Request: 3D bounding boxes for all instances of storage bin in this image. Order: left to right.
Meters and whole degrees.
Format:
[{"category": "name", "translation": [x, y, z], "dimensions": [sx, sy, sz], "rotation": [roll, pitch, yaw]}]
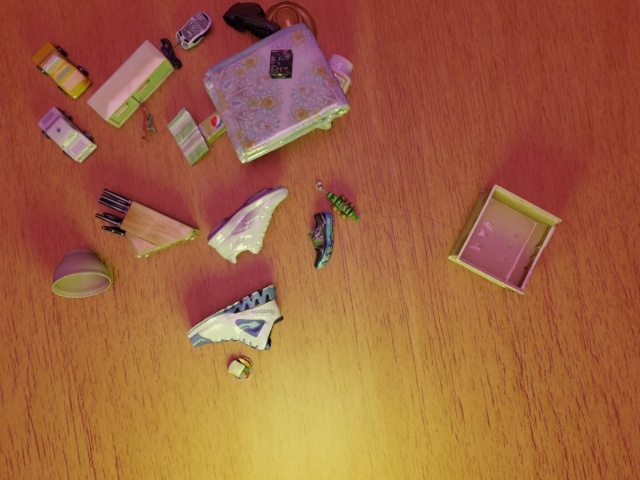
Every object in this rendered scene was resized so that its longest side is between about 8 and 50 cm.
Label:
[{"category": "storage bin", "translation": [0.593, 0.002, 1.487], "dimensions": [0.260, 0.123, 0.262], "rotation": [27, 89, -1]}]

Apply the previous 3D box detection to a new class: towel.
[{"category": "towel", "translation": [-0.425, -0.331, 1.476], "dimensions": [0.113, 0.023, 0.152], "rotation": [-29, 90, 40]}, {"category": "towel", "translation": [-0.141, -0.446, 1.398], "dimensions": [0.374, 0.090, 0.321], "rotation": [-26, 79, 4]}]

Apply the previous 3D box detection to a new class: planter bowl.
[{"category": "planter bowl", "translation": [-0.749, 0.095, 1.444], "dimensions": [0.161, 0.162, 0.109], "rotation": [-19, 63, -2]}]

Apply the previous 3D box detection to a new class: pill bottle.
[{"category": "pill bottle", "translation": [0.023, -0.474, 1.473], "dimensions": [0.117, 0.117, 0.215], "rotation": [26, 89, -1]}]

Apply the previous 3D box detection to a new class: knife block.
[{"category": "knife block", "translation": [-0.557, -0.079, 1.470], "dimensions": [0.275, 0.088, 0.242], "rotation": [-20, 91, -1]}]

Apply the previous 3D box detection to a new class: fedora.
[{"category": "fedora", "translation": [-0.102, -0.691, 1.489], "dimensions": [0.194, 0.079, 0.195], "rotation": [0, 91, -2]}]

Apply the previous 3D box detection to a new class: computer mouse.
[{"category": "computer mouse", "translation": [-0.428, -0.657, 1.500], "dimensions": [0.193, 0.042, 0.106], "rotation": [-39, 86, 4]}]

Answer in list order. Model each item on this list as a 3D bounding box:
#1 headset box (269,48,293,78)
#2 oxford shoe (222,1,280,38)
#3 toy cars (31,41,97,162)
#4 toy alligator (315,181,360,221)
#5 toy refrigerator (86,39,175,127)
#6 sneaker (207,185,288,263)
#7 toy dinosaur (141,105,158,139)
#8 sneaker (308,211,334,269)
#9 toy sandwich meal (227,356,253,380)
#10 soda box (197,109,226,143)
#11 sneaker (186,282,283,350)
[{"category": "headset box", "translation": [-0.114, -0.517, 1.343], "dimensions": [0.062, 0.032, 0.084], "rotation": [1, 80, 9]}, {"category": "oxford shoe", "translation": [-0.204, -0.703, 1.452], "dimensions": [0.227, 0.083, 0.096], "rotation": [33, 85, 23]}, {"category": "toy cars", "translation": [-0.825, -0.446, 1.464], "dimensions": [0.176, 0.087, 0.394], "rotation": [-5, 90, -1]}, {"category": "toy alligator", "translation": [0.056, -0.127, 1.506], "dimensions": [0.189, 0.051, 0.056], "rotation": [41, 88, -1]}, {"category": "toy refrigerator", "translation": [-0.594, -0.490, 1.464], "dimensions": [0.094, 0.102, 0.269], "rotation": [44, 88, -1]}, {"category": "sneaker", "translation": [-0.211, -0.053, 1.485], "dimensions": [0.305, 0.114, 0.152], "rotation": [-40, 105, 3]}, {"category": "toy dinosaur", "translation": [-0.565, -0.368, 1.484], "dimensions": [0.047, 0.090, 0.082], "rotation": [-8, 58, 13]}, {"category": "sneaker", "translation": [0.000, 0.000, 1.507], "dimensions": [0.078, 0.067, 0.188], "rotation": [5, 92, 20]}, {"category": "toy sandwich meal", "translation": [-0.260, 0.420, 1.508], "dimensions": [0.085, 0.029, 0.086], "rotation": [0, 90, -2]}, {"category": "soda box", "translation": [-0.309, -0.393, 1.491], "dimensions": [0.181, 0.061, 0.058], "rotation": [-38, 90, -2]}, {"category": "sneaker", "translation": [-0.249, 0.285, 1.460], "dimensions": [0.315, 0.127, 0.182], "rotation": [-28, 89, -3]}]
